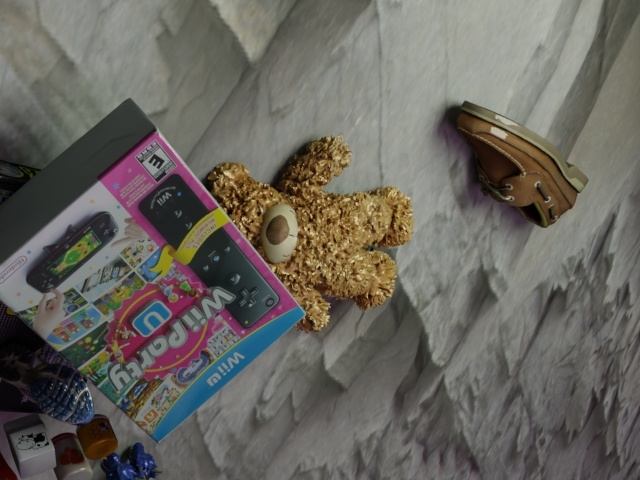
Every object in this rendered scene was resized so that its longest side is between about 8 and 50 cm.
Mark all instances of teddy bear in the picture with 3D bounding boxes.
[{"bbox_3d":[0.000,0.000,1.418,0.338,0.113,0.245,33,91,-47],"label":"teddy bear"}]

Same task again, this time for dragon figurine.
[{"bbox_3d":[-0.239,0.403,1.409,0.085,0.289,0.144,4,151,-39],"label":"dragon figurine"}]

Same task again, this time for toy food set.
[{"bbox_3d":[-0.353,0.234,1.262,0.232,0.104,0.111,-17,144,-22],"label":"toy food set"}]

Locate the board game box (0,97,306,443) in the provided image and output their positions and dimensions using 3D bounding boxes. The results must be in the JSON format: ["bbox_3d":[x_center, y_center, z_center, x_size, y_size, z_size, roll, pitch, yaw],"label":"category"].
[{"bbox_3d":[-0.185,0.040,1.185,0.224,0.097,0.303,-41,131,-5],"label":"board game box"}]

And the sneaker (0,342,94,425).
[{"bbox_3d":[-0.280,0.154,1.183,0.052,0.135,0.058,-51,150,-16],"label":"sneaker"}]

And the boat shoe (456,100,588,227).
[{"bbox_3d":[0.278,-0.096,1.587,0.307,0.111,0.104,27,96,-46],"label":"boat shoe"}]

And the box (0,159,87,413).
[{"bbox_3d":[-0.322,0.056,1.218,0.216,0.060,0.270,13,107,-43],"label":"box"}]
